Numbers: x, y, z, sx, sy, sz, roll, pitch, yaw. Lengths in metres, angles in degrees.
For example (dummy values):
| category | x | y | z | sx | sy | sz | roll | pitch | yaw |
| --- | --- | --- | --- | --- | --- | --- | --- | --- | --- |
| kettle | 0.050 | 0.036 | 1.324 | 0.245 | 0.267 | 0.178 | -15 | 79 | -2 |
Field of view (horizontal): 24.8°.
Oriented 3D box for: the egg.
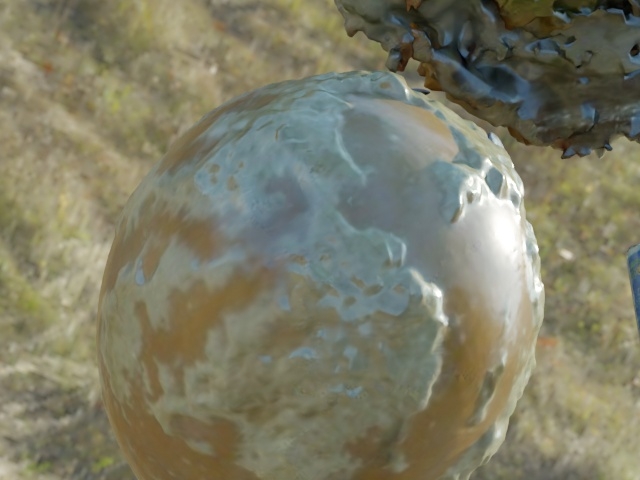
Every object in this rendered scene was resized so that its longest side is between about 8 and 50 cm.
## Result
| category | x | y | z | sx | sy | sz | roll | pitch | yaw |
| --- | --- | --- | --- | --- | --- | --- | --- | --- | --- |
| egg | -0.006 | 0.038 | 0.668 | 0.203 | 0.245 | 0.203 | 19 | 31 | -12 |

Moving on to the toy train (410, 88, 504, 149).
| category | x | y | z | sx | sy | sz | roll | pitch | yaw |
| --- | --- | --- | --- | --- | --- | --- | --- | --- | --- |
| toy train | 0.000 | 0.000 | 1.127 | 0.202 | 0.299 | 0.131 | -84 | 156 | -50 |

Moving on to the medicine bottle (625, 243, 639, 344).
| category | x | y | z | sx | sy | sz | roll | pitch | yaw |
| --- | --- | --- | --- | --- | --- | --- | --- | --- | --- |
| medicine bottle | 0.287 | 0.091 | 1.190 | 0.051 | 0.051 | 0.191 | 16 | 55 | -29 |

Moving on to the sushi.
| category | x | y | z | sx | sy | sz | roll | pitch | yaw |
| --- | --- | --- | --- | --- | --- | --- | --- | --- | --- |
| sushi | 0.186 | -0.248 | 0.957 | 0.417 | 0.417 | 0.176 | 16 | 38 | -29 |
